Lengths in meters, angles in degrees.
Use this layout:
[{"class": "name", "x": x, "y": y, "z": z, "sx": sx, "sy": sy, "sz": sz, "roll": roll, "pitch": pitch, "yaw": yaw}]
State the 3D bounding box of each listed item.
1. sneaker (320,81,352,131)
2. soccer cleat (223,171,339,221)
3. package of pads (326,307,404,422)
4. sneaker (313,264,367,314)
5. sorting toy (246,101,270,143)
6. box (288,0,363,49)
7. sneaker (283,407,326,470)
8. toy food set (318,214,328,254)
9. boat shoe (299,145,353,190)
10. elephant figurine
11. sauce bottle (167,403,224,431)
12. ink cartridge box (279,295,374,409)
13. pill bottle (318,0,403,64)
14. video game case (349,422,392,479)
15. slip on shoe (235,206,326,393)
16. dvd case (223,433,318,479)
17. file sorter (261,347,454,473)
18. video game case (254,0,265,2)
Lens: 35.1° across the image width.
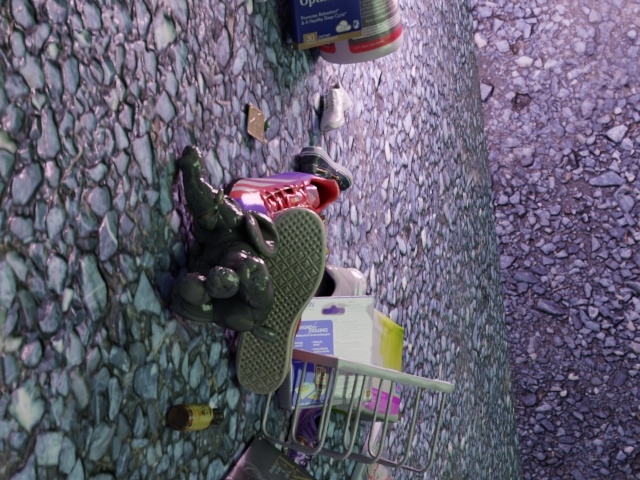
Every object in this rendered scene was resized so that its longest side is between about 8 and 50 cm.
[{"class": "sneaker", "x": 0.023, "y": -0.274, "z": 2.089, "sx": 0.152, "sy": 0.053, "sz": 0.061, "roll": -72, "pitch": 144, "yaw": -53}, {"class": "soccer cleat", "x": -0.069, "y": -0.065, "z": 1.727, "sx": 0.318, "sy": 0.116, "sz": 0.109, "roll": -27, "pitch": 108, "yaw": -67}, {"class": "package of pads", "x": 0.097, "y": 0.263, "z": 2.176, "sx": 0.296, "sy": 0.101, "sz": 0.229, "roll": 36, "pitch": 56, "yaw": -65}, {"class": "sneaker", "x": 0.010, "y": 0.172, "z": 1.998, "sx": 0.121, "sy": 0.099, "sz": 0.263, "roll": 23, "pitch": 69, "yaw": -45}, {"class": "sorting toy", "x": -0.110, "y": -0.202, "z": 1.780, "sx": 0.083, "sy": 0.012, "sz": 0.062, "roll": 32, "pitch": 55, "yaw": -62}, {"class": "box", "x": 0.004, "y": -0.477, "z": 1.878, "sx": 0.036, "sy": 0.136, "sz": 0.225, "roll": -135, "pitch": -147, "yaw": -56}, {"class": "sneaker", "x": -0.026, "y": 0.385, "z": 1.892, "sx": 0.068, "sy": 0.071, "sz": 0.170, "roll": 59, "pitch": 36, "yaw": -52}, {"class": "toy food set", "x": 0.000, "y": 0.000, "z": 2.048, "sx": 0.078, "sy": 0.019, "sz": 0.122, "roll": 38, "pitch": 54, "yaw": -64}, {"class": "boat shoe", "x": 0.006, "y": -0.116, "z": 2.019, "sx": 0.183, "sy": 0.065, "sz": 0.083, "roll": 34, "pitch": 59, "yaw": -57}, {"class": "elephant figurine", "x": -0.138, "y": 0.004, "z": 1.528, "sx": 0.186, "sy": 0.169, "sz": 0.239, "roll": 108, "pitch": -18, "yaw": -50}, {"class": "sauce bottle", "x": -0.185, "y": 0.266, "z": 1.526, "sx": 0.128, "sy": 0.042, "sz": 0.042, "roll": 21, "pitch": 69, "yaw": -70}, {"class": "ink cartridge box", "x": 0.014, "y": 0.208, "z": 1.912, "sx": 0.206, "sy": 0.045, "sz": 0.208, "roll": 2, "pitch": 90, "yaw": -38}, {"class": "pill bottle", "x": 0.056, "y": -0.525, "z": 1.998, "sx": 0.176, "sy": 0.176, "sz": 0.319, "roll": -60, "pitch": 143, "yaw": -54}, {"class": "video game case", "x": 0.120, "y": 0.553, "z": 2.333, "sx": 0.201, "sy": 0.023, "sz": 0.183, "roll": -59, "pitch": 143, "yaw": -54}, {"class": "slip on shoe", "x": -0.069, "y": 0.092, "z": 1.661, "sx": 0.101, "sy": 0.123, "sz": 0.331, "roll": -79, "pitch": -177, "yaw": -66}, {"class": "dvd case", "x": -0.050, "y": 0.433, "z": 1.680, "sx": 0.018, "sy": 0.221, "sz": 0.164, "roll": -54, "pitch": 177, "yaw": 28}, {"class": "file sorter", "x": 0.059, "y": 0.301, "z": 1.799, "sx": 0.277, "sy": 0.192, "sz": 0.173, "roll": 18, "pitch": 81, "yaw": -36}, {"class": "video game case", "x": -0.094, "y": -0.554, "z": 1.823, "sx": 0.193, "sy": 0.023, "sz": 0.212, "roll": -53, "pitch": 138, "yaw": -59}]
